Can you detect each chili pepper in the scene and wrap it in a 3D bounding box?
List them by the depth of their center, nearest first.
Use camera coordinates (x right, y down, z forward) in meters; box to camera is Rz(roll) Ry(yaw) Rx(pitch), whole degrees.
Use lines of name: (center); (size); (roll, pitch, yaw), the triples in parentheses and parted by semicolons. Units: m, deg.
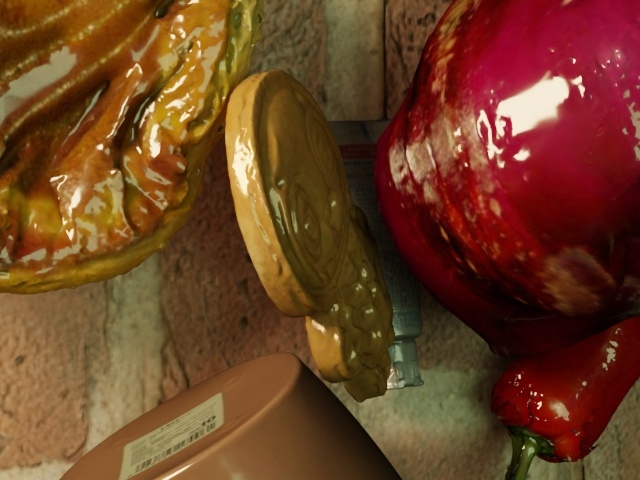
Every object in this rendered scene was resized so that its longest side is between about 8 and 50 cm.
chili pepper: (0.247, 0.090, 1.450); (0.110, 0.110, 0.387); (44, 67, -21)

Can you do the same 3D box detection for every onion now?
onion: (0.200, -0.135, 1.277); (0.398, 0.398, 0.420); (-22, 83, -25)

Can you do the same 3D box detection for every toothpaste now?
toothpaste: (0.052, 0.011, 1.376); (0.089, 0.057, 0.234); (-5, 88, -31)

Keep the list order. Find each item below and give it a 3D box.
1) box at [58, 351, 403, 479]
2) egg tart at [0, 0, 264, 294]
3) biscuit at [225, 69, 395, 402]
box: (-0.061, 0.231, 1.189); (0.301, 0.301, 0.216); (-34, 101, -22)
egg tart: (-0.218, -0.135, 1.161); (0.339, 0.153, 0.351); (13, 88, -39)
biscuit: (0.001, 0.000, 1.230); (0.202, 0.044, 0.289); (-78, 147, -53)
